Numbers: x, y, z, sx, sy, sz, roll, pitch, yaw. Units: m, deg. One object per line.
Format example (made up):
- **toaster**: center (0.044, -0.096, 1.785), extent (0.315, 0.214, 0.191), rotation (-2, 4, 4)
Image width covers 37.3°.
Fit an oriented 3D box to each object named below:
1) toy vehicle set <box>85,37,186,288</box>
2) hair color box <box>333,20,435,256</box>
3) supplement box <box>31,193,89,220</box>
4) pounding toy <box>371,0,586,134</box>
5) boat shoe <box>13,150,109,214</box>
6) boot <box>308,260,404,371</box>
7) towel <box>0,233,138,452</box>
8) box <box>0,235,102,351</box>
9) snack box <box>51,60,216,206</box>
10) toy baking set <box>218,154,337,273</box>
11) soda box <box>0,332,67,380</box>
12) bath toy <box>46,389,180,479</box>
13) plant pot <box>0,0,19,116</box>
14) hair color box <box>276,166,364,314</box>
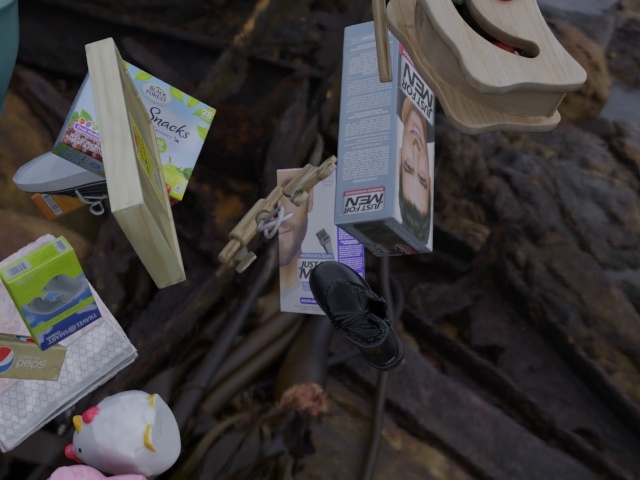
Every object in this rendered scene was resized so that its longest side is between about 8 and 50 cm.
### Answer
- **toy vehicle set**: center (-0.222, -0.094, 1.139), extent (0.035, 0.166, 0.266), rotation (-17, 55, -1)
- **hair color box**: center (0.119, -0.177, 1.662), extent (0.114, 0.185, 0.374), rotation (-6, 69, 27)
- **supplement box**: center (-0.549, -0.121, 2.159), extent (0.233, 0.080, 0.078), rotation (-18, 24, 35)
- **pounding toy**: center (0.145, -0.209, 0.923), extent (0.154, 0.155, 0.269), rotation (-22, 68, -18)
- **boat shoe**: center (-0.422, -0.114, 1.773), extent (0.306, 0.105, 0.113), rotation (-9, 39, 13)
- **boot**: center (0.047, 0.101, 1.605), extent (0.094, 0.207, 0.246), rotation (-35, 64, -2)
- **towel**: center (-0.571, 0.193, 1.846), extent (0.332, 0.053, 0.317), rotation (-38, 88, -30)
- **box**: center (-0.403, 0.088, 1.435), extent (0.109, 0.178, 0.042), rotation (-31, 49, -20)
- **snack box**: center (-0.293, -0.174, 1.506), extent (0.207, 0.070, 0.174), rotation (28, 67, -22)
- **toy baking set**: center (-0.069, -0.038, 1.307), extent (0.030, 0.197, 0.256), rotation (45, 58, -10)
- **soda box**: center (-0.502, 0.186, 1.528), extent (0.058, 0.061, 0.181), rotation (17, 0, 38)
- **bath toy**: center (-0.236, 0.292, 0.954), extent (0.129, 0.151, 0.348), rotation (-15, 35, 14)
- **plant pot**: center (-0.530, -0.295, 1.281), extent (0.272, 0.255, 0.271), rotation (19, 50, -25)
- **hair color box**: center (0.000, 0.000, 2.194), extent (0.185, 0.338, 0.110), rotation (0, 1, 42)
